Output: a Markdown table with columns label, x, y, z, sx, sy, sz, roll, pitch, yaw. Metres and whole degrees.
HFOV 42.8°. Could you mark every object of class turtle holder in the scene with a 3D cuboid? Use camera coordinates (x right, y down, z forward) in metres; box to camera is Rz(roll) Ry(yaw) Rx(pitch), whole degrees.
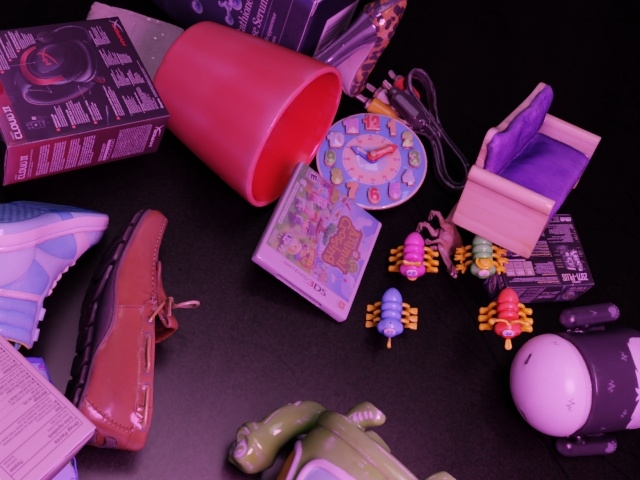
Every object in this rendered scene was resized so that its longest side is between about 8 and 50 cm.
| label | x | y | z | sx | sy | sz | roll | pitch | yaw |
| --- | --- | --- | --- | --- | --- | --- | --- | --- | --- |
| turtle holder | 0.027 | 0.352 | 1.108 | 0.320 | 0.243 | 0.227 | 45 | 75 | 0 |

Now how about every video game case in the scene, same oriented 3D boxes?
| label | x | y | z | sx | sy | sz | roll | pitch | yaw |
| --- | --- | --- | --- | --- | --- | --- | --- | --- | --- |
| video game case | 0.000 | 0.000 | 1.385 | 0.193 | 0.023 | 0.212 | 37 | 54 | -20 |

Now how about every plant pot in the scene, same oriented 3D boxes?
| label | x | y | z | sx | sy | sz | roll | pitch | yaw |
| --- | --- | --- | --- | --- | --- | --- | --- | --- | --- |
| plant pot | -0.135 | -0.229 | 1.388 | 0.243 | 0.275 | 0.275 | 32 | 57 | 14 |

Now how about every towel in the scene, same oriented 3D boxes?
| label | x | y | z | sx | sy | sz | roll | pitch | yaw |
| --- | --- | --- | --- | --- | --- | --- | --- | --- | --- |
| towel | -0.360 | -0.298 | 1.467 | 0.187 | 0.049 | 0.282 | 16 | 59 | -7 |

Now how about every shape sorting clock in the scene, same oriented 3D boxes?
| label | x | y | z | sx | sy | sz | roll | pitch | yaw |
| --- | --- | --- | --- | --- | --- | --- | --- | --- | --- |
| shape sorting clock | 0.095 | -0.150 | 1.512 | 0.206 | 0.040 | 0.206 | 1 | 60 | -2 |

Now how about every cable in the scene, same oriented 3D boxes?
| label | x | y | z | sx | sy | sz | roll | pitch | yaw |
| --- | --- | --- | --- | --- | --- | --- | --- | --- | --- |
| cable | 0.206 | -0.221 | 1.601 | 0.139 | 0.072 | 0.287 | -39 | 87 | -21 |

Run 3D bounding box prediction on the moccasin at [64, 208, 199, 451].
| label | x | y | z | sx | sy | sz | roll | pitch | yaw |
| --- | --- | --- | --- | --- | --- | --- | --- | --- | --- |
| moccasin | -0.269 | 0.120 | 1.201 | 0.147 | 0.139 | 0.380 | 22 | 45 | -26 |

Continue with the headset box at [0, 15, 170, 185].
| label | x | y | z | sx | sy | sz | roll | pitch | yaw |
| --- | --- | --- | --- | --- | --- | --- | --- | --- | --- |
| headset box | -0.423 | -0.226 | 1.298 | 0.293 | 0.110 | 0.218 | -19 | 69 | -33 |

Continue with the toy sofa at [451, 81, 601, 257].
| label | x | y | z | sx | sy | sz | roll | pitch | yaw |
| --- | --- | --- | --- | --- | --- | --- | --- | --- | --- |
| toy sofa | 0.385 | -0.137 | 1.458 | 0.150 | 0.177 | 0.362 | 29 | 35 | 17 |

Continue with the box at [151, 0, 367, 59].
| label | x | y | z | sx | sy | sz | roll | pitch | yaw |
| --- | --- | --- | --- | --- | --- | --- | --- | --- | --- |
| box | -0.124 | -0.498 | 1.508 | 0.395 | 0.293 | 0.212 | 42 | 58 | 9 |

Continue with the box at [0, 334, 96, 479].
| label | x | y | z | sx | sy | sz | roll | pitch | yaw |
| --- | --- | --- | --- | --- | --- | --- | --- | --- | --- |
| box | -0.445 | 0.187 | 0.990 | 0.311 | 0.121 | 0.148 | 45 | 35 | 2 |

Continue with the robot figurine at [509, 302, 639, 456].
| label | x | y | z | sx | sy | sz | roll | pitch | yaw |
| --- | --- | --- | --- | --- | --- | --- | --- | --- | --- |
| robot figurine | 0.449 | 0.230 | 1.348 | 0.278 | 0.174 | 0.209 | -2 | 57 | -18 |

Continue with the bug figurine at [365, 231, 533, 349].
| label | x | y | z | sx | sy | sz | roll | pitch | yaw |
| --- | --- | --- | --- | --- | --- | --- | --- | --- | --- |
| bug figurine | 0.213 | 0.079 | 1.365 | 0.278 | 0.072 | 0.216 | -1 | 58 | 6 |

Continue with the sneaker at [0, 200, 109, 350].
| label | x | y | z | sx | sy | sz | roll | pitch | yaw |
| --- | --- | --- | --- | --- | --- | --- | --- | --- | --- |
| sneaker | -0.422 | 0.053 | 1.186 | 0.127 | 0.319 | 0.208 | 10 | 98 | 15 |

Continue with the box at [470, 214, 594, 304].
| label | x | y | z | sx | sy | sz | roll | pitch | yaw |
| --- | --- | --- | --- | --- | --- | --- | --- | --- | --- |
| box | 0.384 | 0.034 | 1.492 | 0.180 | 0.077 | 0.147 | -2 | 62 | -18 |

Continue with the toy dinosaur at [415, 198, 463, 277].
| label | x | y | z | sx | sy | sz | roll | pitch | yaw |
| --- | --- | --- | --- | --- | --- | --- | --- | --- | --- |
| toy dinosaur | 0.227 | -0.017 | 1.499 | 0.092 | 0.053 | 0.183 | 23 | 63 | -22 |

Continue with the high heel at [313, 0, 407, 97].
| label | x | y | z | sx | sy | sz | roll | pitch | yaw |
| --- | --- | --- | --- | --- | --- | --- | --- | --- | --- |
| high heel | 0.097 | -0.355 | 1.498 | 0.186 | 0.261 | 0.093 | -37 | 83 | 11 |

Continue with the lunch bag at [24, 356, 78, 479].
| label | x | y | z | sx | sy | sz | roll | pitch | yaw |
| --- | --- | --- | --- | --- | --- | --- | --- | --- | --- |
| lunch bag | -0.456 | 0.278 | 1.073 | 0.293 | 0.138 | 0.221 | -10 | 62 | -32 |
